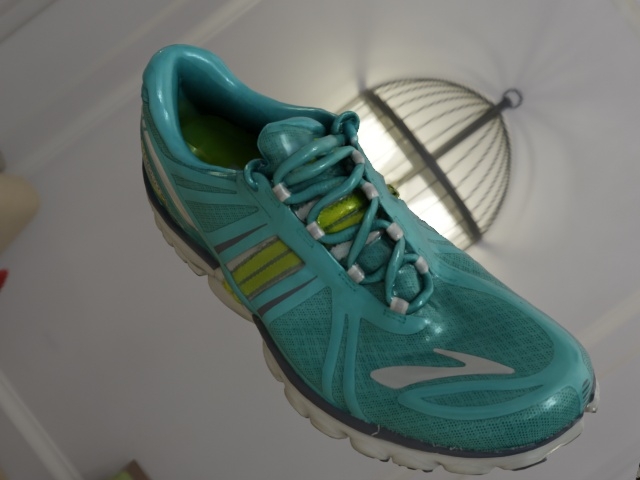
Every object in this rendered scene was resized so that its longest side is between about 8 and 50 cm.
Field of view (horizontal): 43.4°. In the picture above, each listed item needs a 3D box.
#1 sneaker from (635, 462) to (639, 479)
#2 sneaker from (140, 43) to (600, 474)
[{"bbox_3d":[0.130,0.099,0.294,0.044,0.040,0.109,28,54,-15],"label":"sneaker"},{"bbox_3d":[0.000,0.000,0.370,0.275,0.107,0.110,36,-33,30],"label":"sneaker"}]
